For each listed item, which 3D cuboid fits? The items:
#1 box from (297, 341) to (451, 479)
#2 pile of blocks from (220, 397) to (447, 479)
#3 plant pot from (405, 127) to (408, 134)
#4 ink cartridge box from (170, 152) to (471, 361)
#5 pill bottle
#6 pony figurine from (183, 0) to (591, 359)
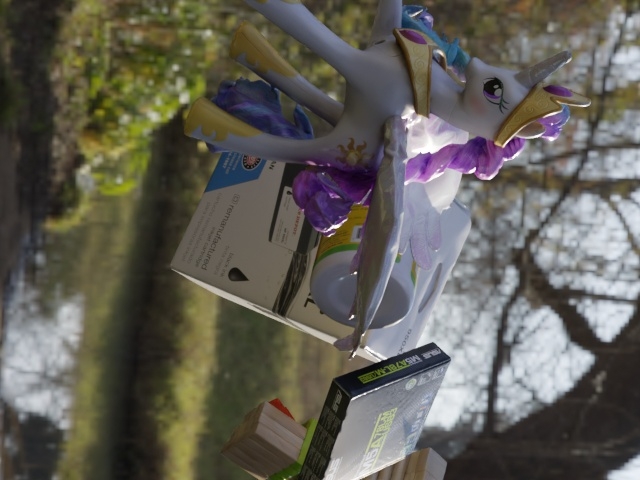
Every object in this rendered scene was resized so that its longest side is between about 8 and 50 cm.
[{"bbox_3d":[0.070,0.235,1.683,0.045,0.184,0.191,41,-50,31],"label":"box"},{"bbox_3d":[0.036,0.335,1.967,0.149,0.362,0.113,108,2,-50],"label":"pile of blocks"},{"bbox_3d":[0.105,-0.238,2.080,0.096,0.109,0.109,78,28,-42],"label":"plant pot"},{"bbox_3d":[0.000,0.000,2.056,0.166,0.394,0.286,35,78,-59],"label":"ink cartridge box"},{"bbox_3d":[0.073,-0.014,1.708,0.136,0.136,0.246,95,8,-46],"label":"pill bottle"},{"bbox_3d":[0.053,-0.104,1.311,0.303,0.363,0.351,-54,168,-55],"label":"pony figurine"}]
